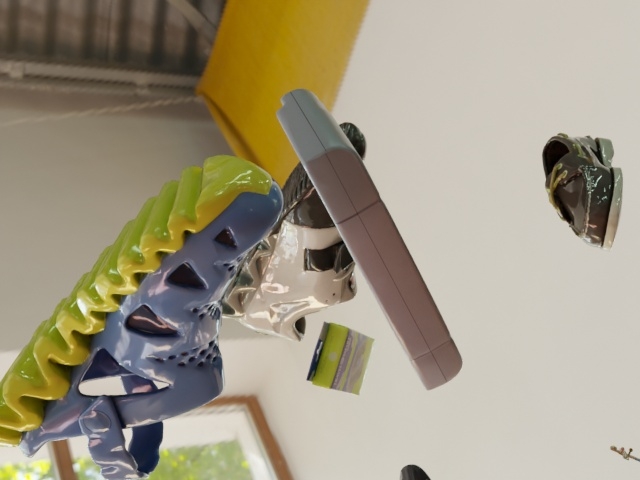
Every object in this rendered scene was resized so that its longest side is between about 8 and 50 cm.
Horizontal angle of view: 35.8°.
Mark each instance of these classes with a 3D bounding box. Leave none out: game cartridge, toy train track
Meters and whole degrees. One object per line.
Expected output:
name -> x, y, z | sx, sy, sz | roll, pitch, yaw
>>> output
game cartridge -> 0.052, 0.003, 0.999 | 0.062, 0.198, 0.297 | -30, -60, -2
toy train track -> 0.516, 0.352, 1.624 | 0.083, 0.048, 0.014 | 22, -80, 5

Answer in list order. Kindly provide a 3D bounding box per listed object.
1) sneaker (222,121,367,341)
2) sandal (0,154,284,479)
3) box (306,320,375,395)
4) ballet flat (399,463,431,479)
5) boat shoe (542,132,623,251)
sneaker -> 0.000, 0.000, 1.217 | 0.146, 0.122, 0.331 | 28, -51, -8
sandal -> -0.121, 0.069, 0.726 | 0.138, 0.126, 0.317 | 38, -61, -11
box -> 0.038, 0.203, 1.699 | 0.178, 0.042, 0.109 | 31, -106, -66
ballet flat -> 0.176, 0.477, 1.659 | 0.074, 0.074, 0.203 | -20, -82, -9
boat shoe -> 0.260, -0.052, 1.001 | 0.068, 0.228, 0.081 | 11, -67, 6
